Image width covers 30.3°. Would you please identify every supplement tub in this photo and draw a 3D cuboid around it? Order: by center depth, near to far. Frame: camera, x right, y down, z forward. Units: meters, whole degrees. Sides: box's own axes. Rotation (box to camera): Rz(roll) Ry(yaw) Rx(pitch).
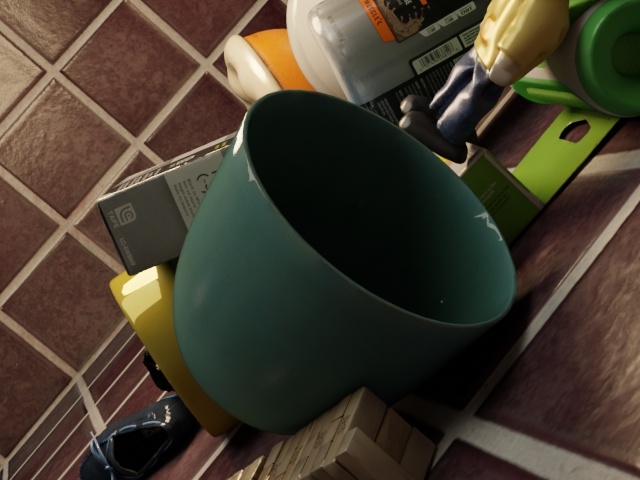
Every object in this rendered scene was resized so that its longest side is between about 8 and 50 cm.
[{"bbox_3d":[0.170,-0.301,1.600,0.338,0.207,0.207,-29,13,5],"label":"supplement tub"}]

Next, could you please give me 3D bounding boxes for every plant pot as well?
[{"bbox_3d":[-0.003,0.044,1.114,0.235,0.293,0.293,-52,8,31],"label":"plant pot"},{"bbox_3d":[-0.113,0.091,1.572,0.239,0.254,0.254,-35,10,-5],"label":"plant pot"}]

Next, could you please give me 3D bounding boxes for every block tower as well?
[{"bbox_3d":[-0.036,0.250,1.069,0.335,0.091,0.097,-38,15,40],"label":"block tower"}]

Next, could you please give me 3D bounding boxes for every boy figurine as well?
[{"bbox_3d":[0.186,-0.209,1.169,0.285,0.092,0.177,-57,10,30],"label":"boy figurine"}]

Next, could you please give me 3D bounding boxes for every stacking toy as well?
[{"bbox_3d":[0.087,-0.338,2.274,0.480,0.350,0.350,-31,10,-5],"label":"stacking toy"}]

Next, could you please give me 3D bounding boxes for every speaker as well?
[{"bbox_3d":[0.283,-0.200,1.260,0.131,0.131,0.296,-48,13,2],"label":"speaker"}]

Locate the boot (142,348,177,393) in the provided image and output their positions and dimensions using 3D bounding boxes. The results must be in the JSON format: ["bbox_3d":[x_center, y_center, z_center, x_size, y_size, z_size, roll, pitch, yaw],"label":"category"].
[{"bbox_3d":[-0.187,0.146,1.867,0.207,0.094,0.246,-30,13,-13],"label":"boot"}]

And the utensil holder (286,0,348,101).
[{"bbox_3d":[0.158,-0.393,1.926,0.327,0.327,0.385,-52,13,-17],"label":"utensil holder"}]

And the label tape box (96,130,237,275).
[{"bbox_3d":[-0.086,-0.082,1.460,0.334,0.106,0.240,-22,9,3],"label":"label tape box"}]

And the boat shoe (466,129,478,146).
[{"bbox_3d":[0.093,-0.058,1.603,0.302,0.109,0.098,-47,5,-24],"label":"boat shoe"}]

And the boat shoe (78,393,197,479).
[{"bbox_3d":[-0.299,0.316,1.816,0.258,0.109,0.089,-45,0,31],"label":"boat shoe"}]

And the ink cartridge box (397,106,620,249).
[{"bbox_3d":[0.190,-0.079,1.308,0.255,0.097,0.189,-49,11,3],"label":"ink cartridge box"}]
